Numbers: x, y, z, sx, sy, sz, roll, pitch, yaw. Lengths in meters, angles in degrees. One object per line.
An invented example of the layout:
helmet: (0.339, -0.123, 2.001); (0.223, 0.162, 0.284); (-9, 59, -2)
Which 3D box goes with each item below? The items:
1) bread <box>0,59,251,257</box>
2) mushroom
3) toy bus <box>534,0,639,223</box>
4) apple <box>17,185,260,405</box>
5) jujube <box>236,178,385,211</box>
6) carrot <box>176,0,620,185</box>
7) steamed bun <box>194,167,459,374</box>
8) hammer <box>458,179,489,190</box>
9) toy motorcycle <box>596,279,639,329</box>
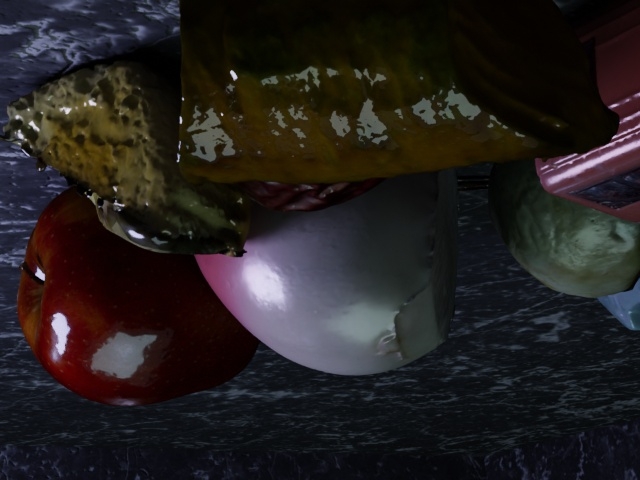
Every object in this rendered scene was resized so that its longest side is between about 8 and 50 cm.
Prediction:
bread: (-0.172, -0.086, 1.576); (0.262, 0.162, 0.204); (34, -175, 28)
mushroom: (0.289, -0.031, 1.848); (0.164, 0.189, 0.267); (-7, 163, -9)
toy bus: (0.399, -0.161, 1.435); (0.233, 0.203, 0.427); (10, 160, -31)
apple: (-0.215, 0.059, 1.857); (0.317, 0.288, 0.288); (-2, 164, -31)
jujube: (0.004, -0.123, 1.461); (0.183, 0.183, 0.243); (3, 147, -26)
carrot: (0.051, -0.166, 1.219); (0.341, 0.241, 0.241); (-6, 164, 13)
steamed bun: (0.000, 0.000, 1.701); (0.309, 0.309, 0.309); (-5, 164, -1)
hammer: (0.219, -0.073, 1.987); (0.178, 0.021, 0.065); (-2, 162, -13)
toy motorcycle: (0.424, 0.023, 2.002); (0.154, 0.260, 0.206); (3, 121, -28)
